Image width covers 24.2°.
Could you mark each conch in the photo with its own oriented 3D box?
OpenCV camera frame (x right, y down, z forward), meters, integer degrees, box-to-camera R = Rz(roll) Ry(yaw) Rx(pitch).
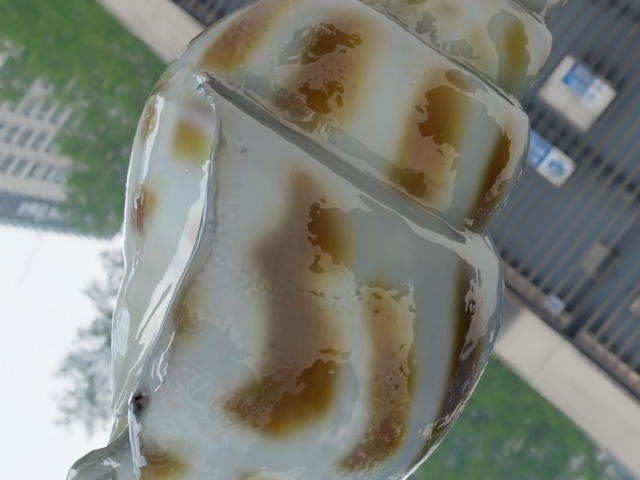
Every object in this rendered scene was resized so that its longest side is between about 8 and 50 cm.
[{"bbox_3d":[0.001,0.000,0.553,0.148,0.275,0.183,16,-175,-18],"label":"conch"}]
